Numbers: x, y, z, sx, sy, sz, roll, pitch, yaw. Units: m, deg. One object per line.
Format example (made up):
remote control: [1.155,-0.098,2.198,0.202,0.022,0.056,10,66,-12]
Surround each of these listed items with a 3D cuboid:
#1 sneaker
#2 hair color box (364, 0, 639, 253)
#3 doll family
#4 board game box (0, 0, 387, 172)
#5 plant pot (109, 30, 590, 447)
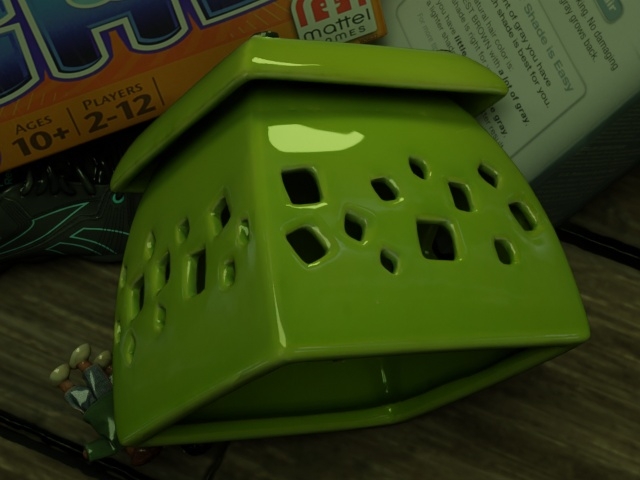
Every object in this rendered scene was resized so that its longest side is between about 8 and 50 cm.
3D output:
sneaker: [-0.191,-0.033,1.130,0.267,0.106,0.101,-18,69,-3]
hair color box: [0.187,-0.165,1.011,0.113,0.374,0.185,-6,64,-41]
doll family: [-0.087,0.090,1.095,0.193,0.076,0.111,-43,68,-13]
board game box: [-0.201,-0.311,1.044,0.356,0.357,0.356,-20,50,-1]
plant pot: [0.000,0.000,0.989,0.227,0.228,0.207,0,72,-32]
